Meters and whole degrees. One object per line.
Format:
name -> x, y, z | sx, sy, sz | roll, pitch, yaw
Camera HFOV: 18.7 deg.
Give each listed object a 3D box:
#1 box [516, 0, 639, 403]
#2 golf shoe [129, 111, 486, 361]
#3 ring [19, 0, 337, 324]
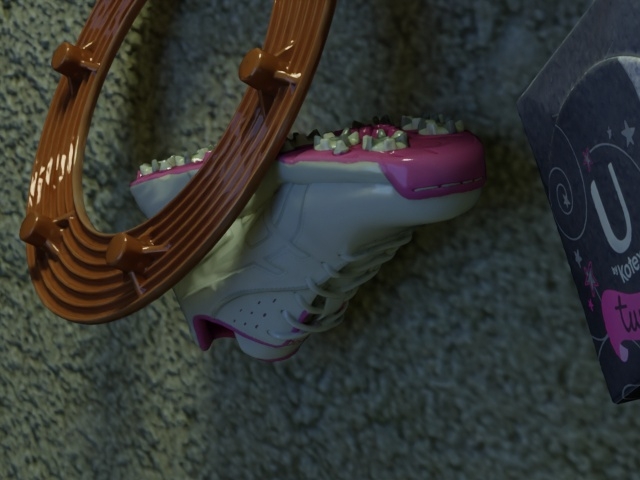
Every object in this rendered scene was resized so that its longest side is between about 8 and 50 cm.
box -> 0.199, -0.046, 0.813 | 0.247, 0.142, 0.163 | 121, 135, -67
golf shoe -> 0.000, 0.000, 1.156 | 0.306, 0.115, 0.140 | -5, 96, 57
ring -> -0.099, -0.108, 1.208 | 0.336, 0.032, 0.336 | -36, 40, 38
